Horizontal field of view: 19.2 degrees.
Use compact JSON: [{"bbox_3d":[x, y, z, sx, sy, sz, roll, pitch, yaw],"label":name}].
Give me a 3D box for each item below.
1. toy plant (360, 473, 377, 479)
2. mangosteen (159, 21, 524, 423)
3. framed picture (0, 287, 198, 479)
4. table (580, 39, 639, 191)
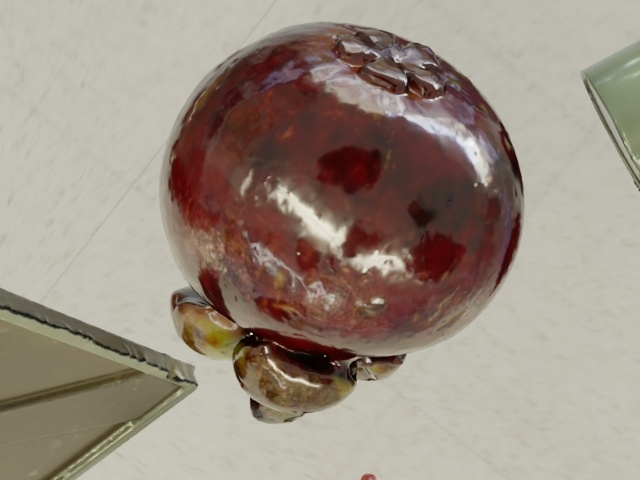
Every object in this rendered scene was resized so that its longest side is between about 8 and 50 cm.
[{"bbox_3d":[0.012,0.321,1.573,0.088,0.240,0.154,8,123,12],"label":"toy plant"},{"bbox_3d":[0.000,0.000,1.110,0.215,0.215,0.257,19,117,-9],"label":"mangosteen"},{"bbox_3d":[-0.212,0.113,1.092,0.211,0.289,0.020,-37,65,11],"label":"framed picture"},{"bbox_3d":[0.331,-0.131,1.498,0.220,0.126,0.126,-27,92,6],"label":"table"}]
